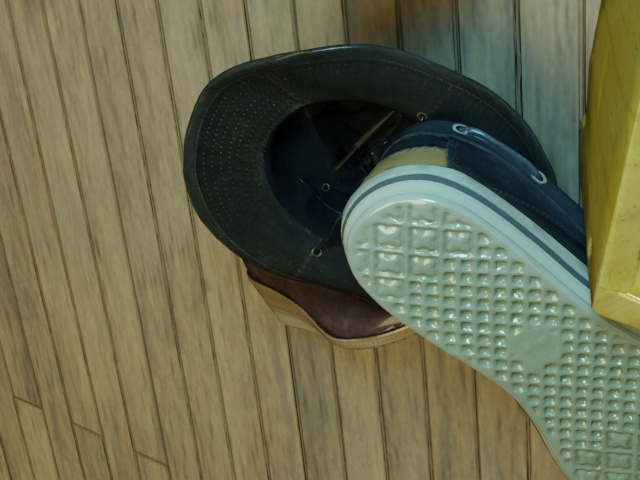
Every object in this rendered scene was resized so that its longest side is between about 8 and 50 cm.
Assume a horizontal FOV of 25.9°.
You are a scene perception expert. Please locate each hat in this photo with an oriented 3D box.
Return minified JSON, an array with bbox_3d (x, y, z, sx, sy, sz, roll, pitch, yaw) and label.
[{"bbox_3d":[0.051,-0.085,1.248,0.331,0.134,0.331,8,137,7],"label":"hat"}]

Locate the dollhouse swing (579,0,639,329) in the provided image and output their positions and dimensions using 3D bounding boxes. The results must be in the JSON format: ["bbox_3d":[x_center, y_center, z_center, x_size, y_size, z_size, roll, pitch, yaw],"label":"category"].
[{"bbox_3d":[0.359,-0.117,0.951,0.305,0.315,0.346,5,130,4],"label":"dollhouse swing"}]

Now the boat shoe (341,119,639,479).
[{"bbox_3d":[0.223,0.078,1.166,0.500,0.156,0.187,39,125,-20],"label":"boat shoe"}]

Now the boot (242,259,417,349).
[{"bbox_3d":[0.000,0.000,1.403,0.248,0.090,0.207,2,120,46],"label":"boot"}]
